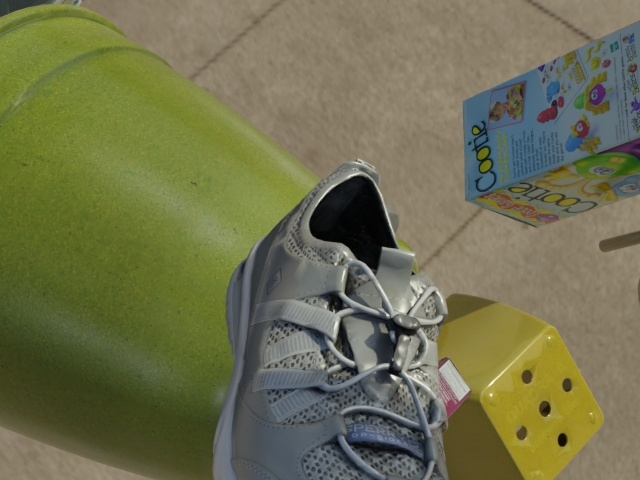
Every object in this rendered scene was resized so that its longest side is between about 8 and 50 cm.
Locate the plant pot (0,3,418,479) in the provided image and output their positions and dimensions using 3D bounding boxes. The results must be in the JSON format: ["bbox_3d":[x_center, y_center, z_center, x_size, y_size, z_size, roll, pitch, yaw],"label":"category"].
[{"bbox_3d":[-0.123,0.041,0.933,0.352,0.366,0.367,26,69,21],"label":"plant pot"}]

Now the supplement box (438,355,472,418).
[{"bbox_3d":[0.093,0.148,1.038,0.055,0.083,0.043,-34,89,34],"label":"supplement box"}]

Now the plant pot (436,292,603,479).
[{"bbox_3d":[0.205,0.200,1.360,0.212,0.187,0.212,-38,105,-30],"label":"plant pot"}]

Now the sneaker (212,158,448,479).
[{"bbox_3d":[0.011,0.057,0.547,0.105,0.115,0.281,17,29,-24],"label":"sneaker"}]

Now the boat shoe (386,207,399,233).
[{"bbox_3d":[0.000,0.000,1.492,0.219,0.078,0.070,-23,48,-22],"label":"boat shoe"}]

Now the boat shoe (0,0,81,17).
[{"bbox_3d":[-0.389,-0.303,1.519,0.118,0.103,0.321,24,89,10],"label":"boat shoe"}]

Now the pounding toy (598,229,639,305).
[{"bbox_3d":[0.466,0.060,1.350,0.110,0.183,0.237,-31,87,-16],"label":"pounding toy"}]

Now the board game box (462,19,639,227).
[{"bbox_3d":[0.320,-0.130,1.362,0.275,0.142,0.144,-20,61,46],"label":"board game box"}]
